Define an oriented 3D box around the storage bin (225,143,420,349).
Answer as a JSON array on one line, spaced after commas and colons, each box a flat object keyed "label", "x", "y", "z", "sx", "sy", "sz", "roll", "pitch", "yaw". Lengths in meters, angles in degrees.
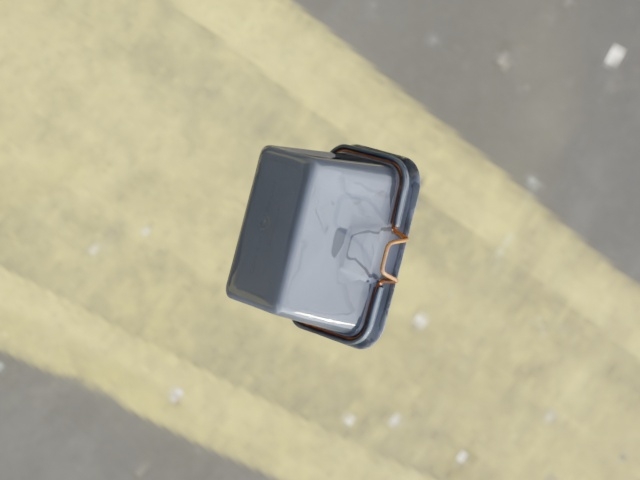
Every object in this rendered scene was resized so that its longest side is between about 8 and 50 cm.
[{"label": "storage bin", "x": 0.000, "y": 0.000, "z": 1.250, "sx": 0.091, "sy": 0.098, "sz": 0.135, "roll": 10, "pitch": 96, "yaw": -46}]
